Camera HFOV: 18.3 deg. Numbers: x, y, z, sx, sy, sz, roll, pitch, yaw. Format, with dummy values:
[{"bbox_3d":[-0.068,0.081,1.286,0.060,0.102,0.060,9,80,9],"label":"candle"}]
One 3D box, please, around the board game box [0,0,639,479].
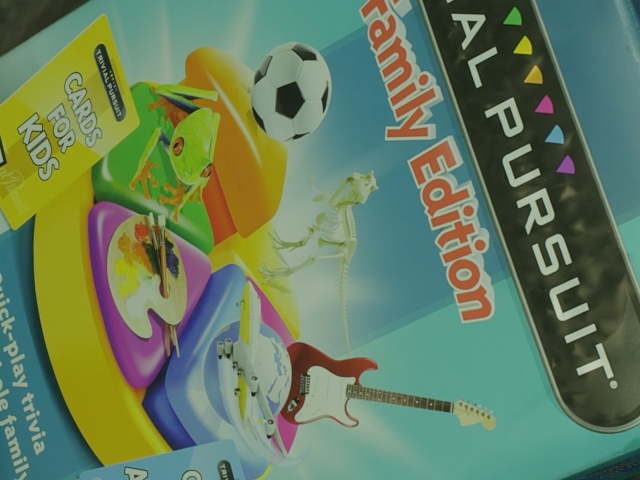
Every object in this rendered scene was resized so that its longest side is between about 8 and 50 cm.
[{"bbox_3d":[0.000,0.000,0.771,0.336,0.079,0.253,-27,72,31],"label":"board game box"}]
